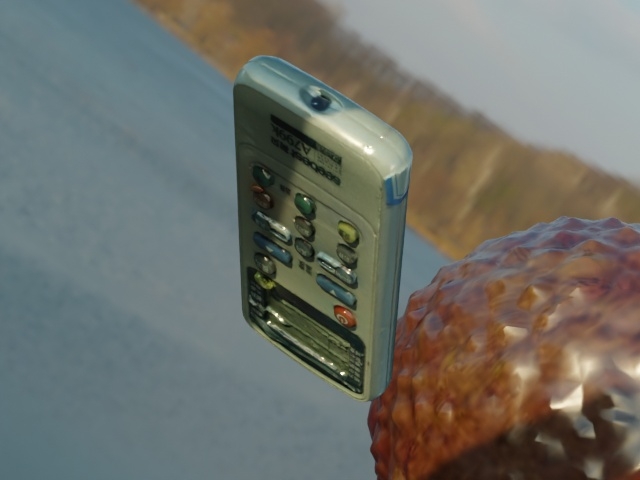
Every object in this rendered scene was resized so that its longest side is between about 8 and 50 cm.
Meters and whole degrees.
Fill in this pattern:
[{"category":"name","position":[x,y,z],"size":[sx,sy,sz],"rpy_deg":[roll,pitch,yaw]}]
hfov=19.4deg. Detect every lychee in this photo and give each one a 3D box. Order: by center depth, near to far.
[{"category":"lychee","position":[0.150,0.107,0.950],"size":[0.260,0.260,0.260],"rpy_deg":[37,3,-2]}]

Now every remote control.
[{"category":"remote control","position":[0.000,0.000,0.506],"size":[0.053,0.018,0.124],"rpy_deg":[33,-28,18]}]
